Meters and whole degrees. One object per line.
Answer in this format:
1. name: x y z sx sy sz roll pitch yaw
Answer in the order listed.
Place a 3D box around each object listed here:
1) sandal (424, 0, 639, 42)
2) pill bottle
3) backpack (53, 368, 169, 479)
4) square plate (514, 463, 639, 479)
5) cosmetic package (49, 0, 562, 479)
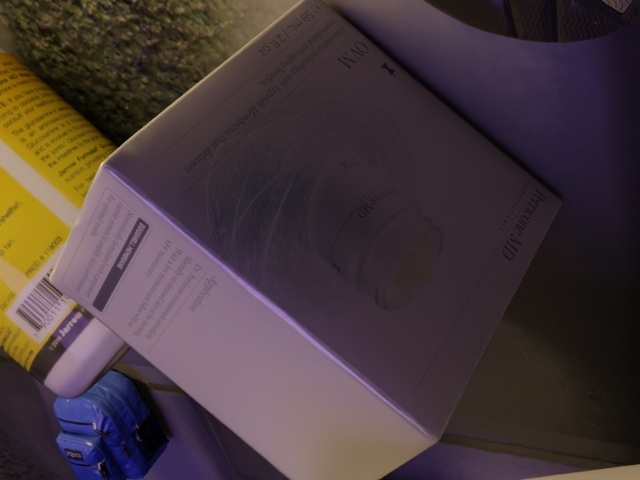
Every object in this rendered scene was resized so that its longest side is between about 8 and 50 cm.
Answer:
1. sandal: 0.049 -0.207 0.460 0.303 0.086 0.120 35 144 26
2. pill bottle: -0.267 -0.042 0.723 0.334 0.188 0.188 42 136 -2
3. backpack: -0.241 0.209 0.975 0.098 0.101 0.120 -2 120 27
4. square plate: 0.132 0.176 0.525 0.344 0.049 0.347 -9 159 5
5. cosmetic package: 0.000 0.000 0.550 0.224 0.224 0.138 40 138 -2
